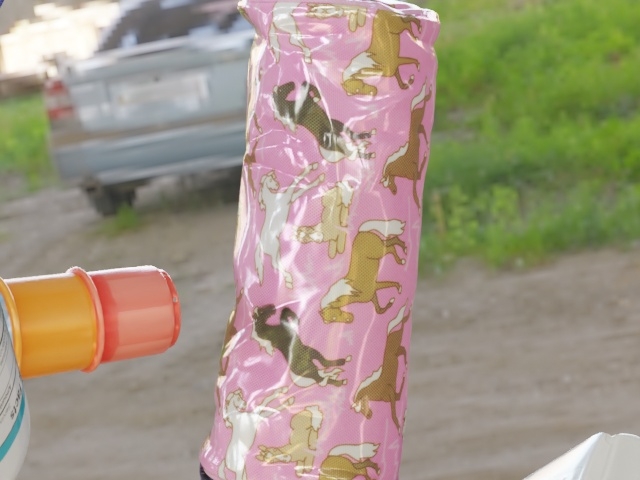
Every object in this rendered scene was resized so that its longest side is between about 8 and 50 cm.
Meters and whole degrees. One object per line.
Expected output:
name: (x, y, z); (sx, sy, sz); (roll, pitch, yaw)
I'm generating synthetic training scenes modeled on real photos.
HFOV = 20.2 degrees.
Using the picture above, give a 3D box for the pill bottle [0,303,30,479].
pill bottle: (-0.217, 0.049, 0.823); (0.146, 0.264, 0.146); (-4, 39, 3)

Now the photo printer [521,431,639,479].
photo printer: (0.192, 0.339, 1.677); (0.307, 0.107, 0.256); (-45, 17, 52)

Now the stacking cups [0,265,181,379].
stacking cups: (-0.248, 0.059, 1.200); (0.316, 0.096, 0.096); (-10, 7, -32)

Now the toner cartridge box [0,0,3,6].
toner cartridge box: (-0.285, -0.124, 0.608); (0.348, 0.075, 0.165); (7, -21, -21)

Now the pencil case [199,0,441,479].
pencil case: (0.000, 0.000, 1.338); (0.167, 0.386, 0.160); (8, 6, 31)
